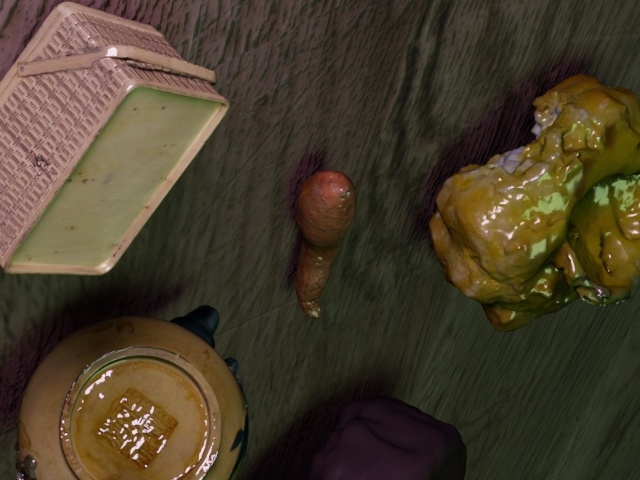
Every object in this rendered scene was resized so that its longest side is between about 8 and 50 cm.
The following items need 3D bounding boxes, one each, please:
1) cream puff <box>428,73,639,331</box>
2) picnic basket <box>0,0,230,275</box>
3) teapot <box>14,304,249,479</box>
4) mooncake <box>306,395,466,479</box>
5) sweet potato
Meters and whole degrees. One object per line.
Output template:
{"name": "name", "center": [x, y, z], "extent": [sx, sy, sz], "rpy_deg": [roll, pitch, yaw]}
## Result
{"name": "cream puff", "center": [0.238, -0.021, 1.634], "extent": [0.282, 0.185, 0.282], "rpy_deg": [-36, 160, -15]}
{"name": "picnic basket", "center": [-0.147, -0.059, 1.046], "extent": [0.164, 0.079, 0.115], "rpy_deg": [-51, 155, 16]}
{"name": "teapot", "center": [-0.157, 0.159, 1.319], "extent": [0.269, 0.173, 0.182], "rpy_deg": [-57, -174, -14]}
{"name": "mooncake", "center": [0.050, 0.312, 1.866], "extent": [0.283, 0.141, 0.283], "rpy_deg": [19, 90, -72]}
{"name": "sweet potato", "center": [0.000, 0.000, 1.444], "extent": [0.050, 0.050, 0.214], "rpy_deg": [-34, 160, -22]}
